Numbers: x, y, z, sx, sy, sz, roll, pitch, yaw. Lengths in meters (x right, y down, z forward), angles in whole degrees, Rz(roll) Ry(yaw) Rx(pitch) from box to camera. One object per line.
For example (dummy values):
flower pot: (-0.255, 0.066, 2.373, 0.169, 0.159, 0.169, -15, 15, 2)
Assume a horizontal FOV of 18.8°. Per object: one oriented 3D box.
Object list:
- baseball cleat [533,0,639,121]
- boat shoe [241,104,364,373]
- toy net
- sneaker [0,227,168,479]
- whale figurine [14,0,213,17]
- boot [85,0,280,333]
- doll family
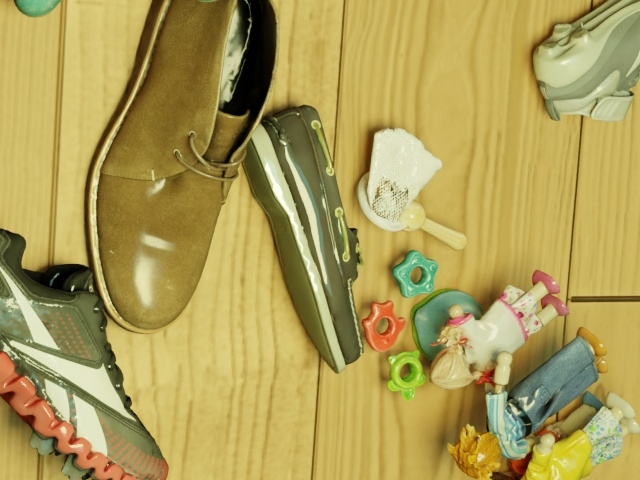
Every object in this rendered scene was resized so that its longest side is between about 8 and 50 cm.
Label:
baseball cleat: (0.280, -0.176, 1.742, 0.206, 0.072, 0.109, -28, 123, -15)
boat shoe: (0.000, 0.000, 1.614, 0.069, 0.081, 0.227, -23, 105, -17)
toy net: (0.070, 0.015, 1.675, 0.122, 0.045, 0.232, -25, 107, -19)
sneaker: (-0.200, 0.097, 1.522, 0.135, 0.098, 0.276, -48, 113, -10)
whale figurine: (-0.132, -0.279, 1.462, 0.272, 0.141, 0.216, -28, 83, -7)
boot: (-0.107, -0.068, 1.535, 0.112, 0.115, 0.305, 10, 95, -30)
doll family: (0.188, 0.163, 1.685, 0.163, 0.118, 0.263, -38, 129, -14)
